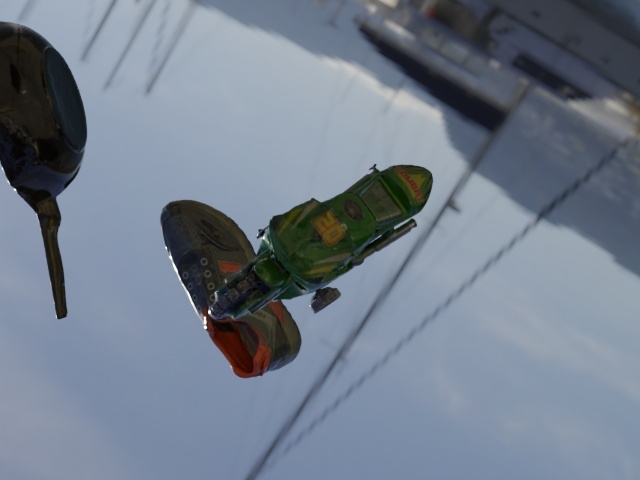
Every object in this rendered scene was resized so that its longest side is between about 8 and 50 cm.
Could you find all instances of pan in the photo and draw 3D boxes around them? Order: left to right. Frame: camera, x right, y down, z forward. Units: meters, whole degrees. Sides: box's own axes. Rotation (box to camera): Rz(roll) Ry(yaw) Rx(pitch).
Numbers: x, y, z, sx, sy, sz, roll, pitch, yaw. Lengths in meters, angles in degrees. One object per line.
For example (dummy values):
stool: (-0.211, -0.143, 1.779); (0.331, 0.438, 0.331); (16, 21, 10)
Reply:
pan: (-0.189, -0.061, 1.108); (0.128, 0.048, 0.202); (-86, -20, -61)

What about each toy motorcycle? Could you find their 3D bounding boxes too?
toy motorcycle: (0.000, 0.000, 1.066); (0.074, 0.106, 0.190); (54, -141, 6)

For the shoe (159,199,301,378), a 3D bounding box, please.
shoe: (-0.094, 0.047, 1.477); (0.194, 0.074, 0.077); (56, -152, -3)
